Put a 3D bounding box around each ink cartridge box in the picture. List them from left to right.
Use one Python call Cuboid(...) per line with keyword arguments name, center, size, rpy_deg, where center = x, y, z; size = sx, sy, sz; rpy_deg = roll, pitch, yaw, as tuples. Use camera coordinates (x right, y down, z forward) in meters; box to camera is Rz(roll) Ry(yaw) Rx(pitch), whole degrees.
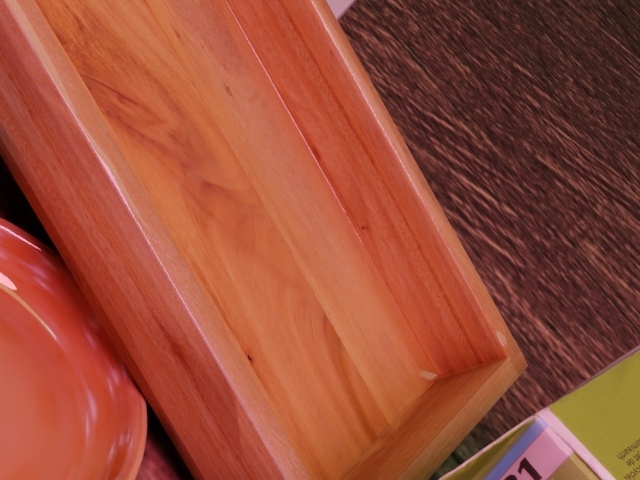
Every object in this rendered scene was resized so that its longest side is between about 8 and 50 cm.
Cuboid(name="ink cartridge box", center=(0.084, 0.167, 0.564), size=(0.255, 0.189, 0.097), rpy_deg=(-22, 62, -45))

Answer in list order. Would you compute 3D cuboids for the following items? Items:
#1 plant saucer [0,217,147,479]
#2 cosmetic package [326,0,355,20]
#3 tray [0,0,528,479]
Cuboid(name="plant saucer", center=(-0.176, 0.066, 0.564), size=(0.200, 0.037, 0.200), rpy_deg=(27, 40, -24))
Cuboid(name="cosmetic package", center=(-0.040, -0.139, 0.857), size=(0.060, 0.099, 0.239), rpy_deg=(42, 34, -5))
Cuboid(name="tray", center=(-0.057, -0.051, 0.645), size=(0.203, 0.076, 0.411), rpy_deg=(-37, 99, -46))
